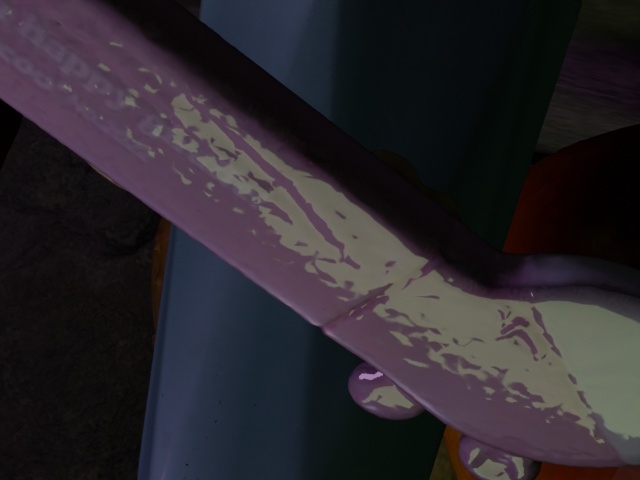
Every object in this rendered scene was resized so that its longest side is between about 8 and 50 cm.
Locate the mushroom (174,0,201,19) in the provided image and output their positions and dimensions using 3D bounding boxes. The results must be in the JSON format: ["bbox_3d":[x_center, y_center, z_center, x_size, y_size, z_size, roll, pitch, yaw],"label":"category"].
[{"bbox_3d":[-0.053,-0.102,0.737,0.202,0.059,0.054,19,-151,-14],"label":"mushroom"}]

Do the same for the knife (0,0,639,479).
[{"bbox_3d":[-0.048,-0.046,0.404,0.399,0.038,0.132,35,139,-15],"label":"knife"}]

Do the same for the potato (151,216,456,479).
[{"bbox_3d":[0.032,0.108,1.323,0.385,0.319,0.442,11,-165,27],"label":"potato"}]

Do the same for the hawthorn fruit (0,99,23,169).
[{"bbox_3d":[-0.278,-0.097,0.790,0.208,0.208,0.248,14,153,9],"label":"hawthorn fruit"}]

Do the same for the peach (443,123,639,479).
[{"bbox_3d":[0.209,0.070,0.701,0.308,0.308,0.332,13,166,42],"label":"peach"}]

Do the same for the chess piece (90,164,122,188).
[{"bbox_3d":[-0.165,-0.108,1.109,0.139,0.124,0.307,51,-177,10],"label":"chess piece"}]

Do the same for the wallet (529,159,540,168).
[{"bbox_3d":[0.321,-0.021,1.187,0.323,0.041,0.247,16,180,42],"label":"wallet"}]

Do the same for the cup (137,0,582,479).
[{"bbox_3d":[0.000,0.000,0.541,0.134,0.235,0.148,15,-179,-39],"label":"cup"}]
